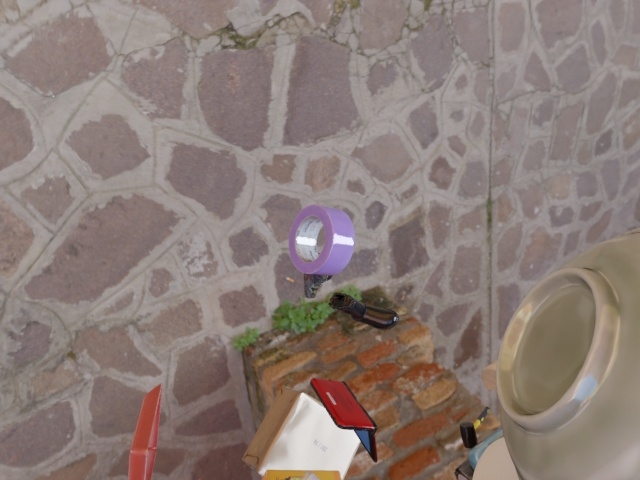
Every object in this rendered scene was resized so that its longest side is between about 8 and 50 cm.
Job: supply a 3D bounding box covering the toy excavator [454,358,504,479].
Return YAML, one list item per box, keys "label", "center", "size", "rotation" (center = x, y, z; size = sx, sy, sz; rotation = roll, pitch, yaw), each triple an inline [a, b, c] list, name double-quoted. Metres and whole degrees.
- label: "toy excavator"
  center: [0.460, 0.466, 0.937]
  size: [0.223, 0.432, 0.445]
  rotation: [-26, 159, -18]

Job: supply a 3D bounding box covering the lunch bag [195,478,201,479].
- label: "lunch bag"
  center: [-0.439, 0.892, 1.327]
  size: [0.258, 0.293, 0.120]
  rotation: [-35, 101, -11]

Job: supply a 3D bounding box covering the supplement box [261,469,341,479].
- label: "supplement box"
  center: [-0.053, 0.713, 1.265]
  size: [0.234, 0.078, 0.080]
  rotation: [14, 118, -21]

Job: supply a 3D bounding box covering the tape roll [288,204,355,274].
- label: "tape roll"
  center: [0.000, 0.000, 1.204]
  size: [0.080, 0.189, 0.188]
  rotation: [9, 101, -41]

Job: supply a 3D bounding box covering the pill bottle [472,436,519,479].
- label: "pill bottle"
  center: [0.424, 0.459, 0.713]
  size: [0.334, 0.188, 0.187]
  rotation: [31, 88, -7]

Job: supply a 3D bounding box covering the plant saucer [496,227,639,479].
- label: "plant saucer"
  center: [0.325, 0.149, 0.564]
  size: [0.101, 0.400, 0.400]
  rotation: [23, 94, 1]

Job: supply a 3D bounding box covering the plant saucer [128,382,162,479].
- label: "plant saucer"
  center: [-0.482, 0.573, 1.209]
  size: [0.048, 0.258, 0.258]
  rotation: [7, 110, -14]

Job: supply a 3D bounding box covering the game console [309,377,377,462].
- label: "game console"
  center: [0.043, 0.344, 0.849]
  size: [0.124, 0.144, 0.085]
  rotation: [17, 100, -28]

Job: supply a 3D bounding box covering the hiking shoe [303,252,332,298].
- label: "hiking shoe"
  center: [-0.001, 0.132, 1.579]
  size: [0.114, 0.086, 0.226]
  rotation: [0, 137, -5]

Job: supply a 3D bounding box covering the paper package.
- label: "paper package"
  center: [-0.055, 0.739, 1.582]
  size: [0.325, 0.168, 0.309]
  rotation: [40, 64, -18]

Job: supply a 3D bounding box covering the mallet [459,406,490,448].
- label: "mallet"
  center: [0.430, 0.495, 1.219]
  size: [0.190, 0.039, 0.062]
  rotation: [-21, 95, -53]

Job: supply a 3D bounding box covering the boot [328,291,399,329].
- label: "boot"
  center: [0.084, 0.139, 0.887]
  size: [0.099, 0.121, 0.045]
  rotation: [38, 64, -43]

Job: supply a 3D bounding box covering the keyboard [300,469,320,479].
- label: "keyboard"
  center: [0.056, 0.538, 0.809]
  size: [0.072, 0.256, 0.014]
  rotation: [-45, 167, -34]
